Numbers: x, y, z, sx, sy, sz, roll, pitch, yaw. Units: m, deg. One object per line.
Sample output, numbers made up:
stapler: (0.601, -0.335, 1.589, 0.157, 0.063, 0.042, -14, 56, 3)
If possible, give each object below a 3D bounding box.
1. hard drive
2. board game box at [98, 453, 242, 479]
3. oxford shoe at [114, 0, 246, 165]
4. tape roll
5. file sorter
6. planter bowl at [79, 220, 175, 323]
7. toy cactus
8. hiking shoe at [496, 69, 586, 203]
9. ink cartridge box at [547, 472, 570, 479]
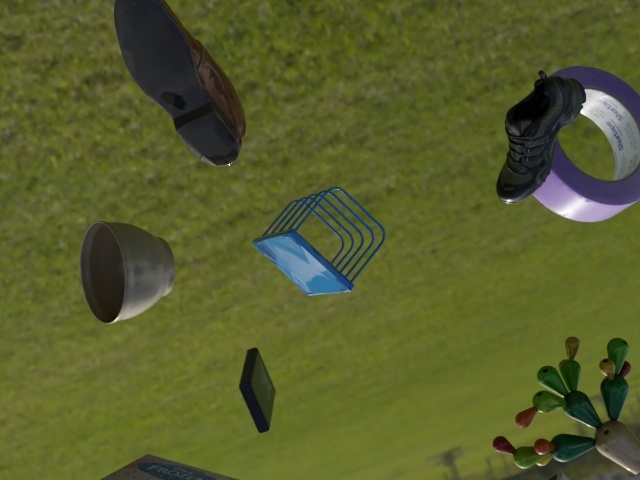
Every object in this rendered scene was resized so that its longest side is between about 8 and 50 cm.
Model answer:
hard drive: (-0.104, 0.247, 1.970, 0.022, 0.094, 0.135, -19, -162, 8)
board game box: (-0.149, 0.354, 1.363, 0.319, 0.065, 0.318, 11, -169, 21)
oxford shoe: (-0.141, -0.179, 1.219, 0.076, 0.076, 0.212, -10, 129, 27)
tape roll: (0.483, -0.176, 2.153, 0.275, 0.274, 0.090, -13, 165, -27)
file sorter: (0.000, 0.000, 1.683, 0.104, 0.118, 0.170, -50, -167, -17)
planter bowl: (-0.299, 0.045, 1.885, 0.109, 0.162, 0.162, -6, 161, -36)
toy cactus: (0.350, 0.237, 1.560, 0.219, 0.180, 0.112, -46, 171, -12)
hiking shoe: (0.324, -0.167, 1.891, 0.114, 0.086, 0.226, 12, 111, -36)
ink cartridge box: (0.490, 0.561, 1.926, 0.069, 0.371, 0.176, -47, -178, 32)
